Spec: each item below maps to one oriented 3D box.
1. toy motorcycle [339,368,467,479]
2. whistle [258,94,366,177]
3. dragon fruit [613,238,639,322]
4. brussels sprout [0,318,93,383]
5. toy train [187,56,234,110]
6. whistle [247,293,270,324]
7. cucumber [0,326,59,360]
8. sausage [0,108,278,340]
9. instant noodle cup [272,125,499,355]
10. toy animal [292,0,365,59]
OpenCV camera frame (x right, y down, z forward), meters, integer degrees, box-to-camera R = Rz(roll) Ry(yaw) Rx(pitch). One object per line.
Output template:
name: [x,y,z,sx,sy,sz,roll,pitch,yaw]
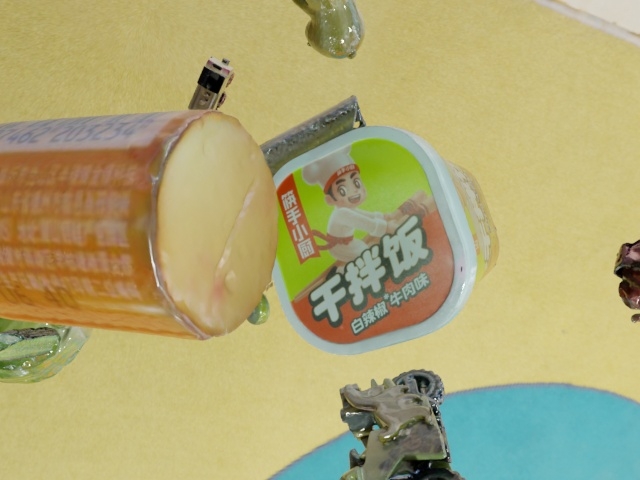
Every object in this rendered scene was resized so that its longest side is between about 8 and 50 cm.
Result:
toy motorcycle: [0.144,0.390,1.115,0.236,0.410,0.169,-14,112,9]
whistle: [-0.071,-0.107,0.841,0.326,0.057,0.068,-31,119,-17]
dragon fruit: [0.502,0.032,0.682,0.298,0.244,0.245,5,115,25]
brussels sprout: [-0.722,0.195,1.489,0.354,0.290,0.281,-12,151,13]
toy train: [-0.195,-0.250,1.034,0.050,0.087,0.138,27,112,-7]
whistle: [-0.206,0.160,1.807,0.057,0.198,0.104,-4,155,-38]
cucumber: [-0.590,0.200,1.174,0.070,0.220,0.046,-37,81,7]
sausage: [-0.222,-0.022,0.643,0.287,0.233,0.233,1,116,23]
instant noodle cup: [0.113,-0.005,0.850,0.307,0.293,0.294,-7,121,-61]
toy animal: [0.019,-0.666,1.599,0.181,0.180,0.363,-22,139,0]
